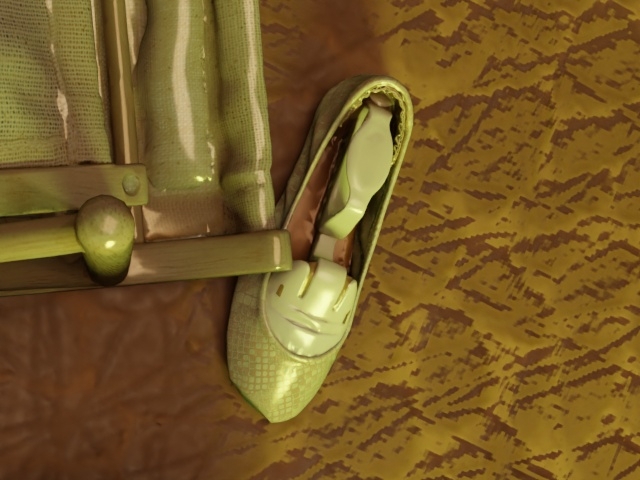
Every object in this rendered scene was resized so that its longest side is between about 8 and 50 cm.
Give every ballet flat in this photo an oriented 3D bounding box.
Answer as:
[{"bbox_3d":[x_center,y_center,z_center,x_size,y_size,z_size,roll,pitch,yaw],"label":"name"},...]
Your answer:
[{"bbox_3d":[0.000,0.000,0.768,0.057,0.052,0.168,19,80,-17],"label":"ballet flat"}]

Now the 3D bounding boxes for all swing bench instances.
[{"bbox_3d":[-0.122,-0.107,0.653,0.165,0.255,0.253,-6,87,10],"label":"swing bench"}]
